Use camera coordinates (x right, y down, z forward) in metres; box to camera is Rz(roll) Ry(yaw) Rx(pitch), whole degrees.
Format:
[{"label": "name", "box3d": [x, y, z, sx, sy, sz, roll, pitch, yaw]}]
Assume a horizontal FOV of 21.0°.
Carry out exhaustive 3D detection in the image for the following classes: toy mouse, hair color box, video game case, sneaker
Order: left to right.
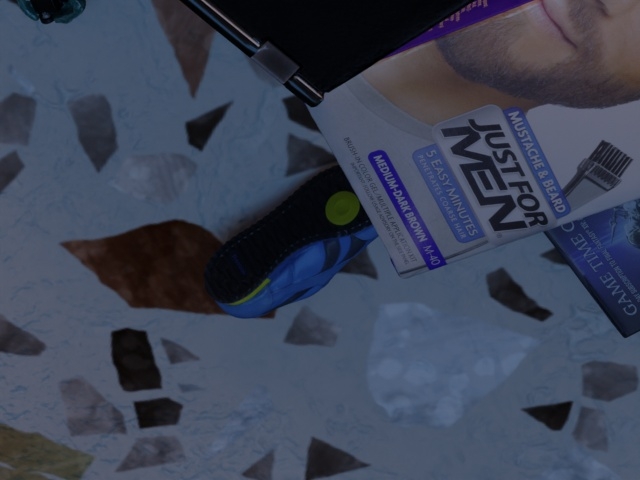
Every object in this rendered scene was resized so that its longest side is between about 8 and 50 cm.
[{"label": "toy mouse", "box3d": [-0.232, -0.220, 1.361, 0.161, 0.031, 0.143, 36, 143, -11]}, {"label": "sneaker", "box3d": [0.000, 0.000, 1.493, 0.209, 0.069, 0.082, -33, 149, 12]}, {"label": "hair color box", "box3d": [0.175, -0.118, 1.251, 0.339, 0.110, 0.185, -21, 120, 17]}, {"label": "video game case", "box3d": [0.326, -0.048, 1.462, 0.274, 0.026, 0.196, -29, 117, 21]}]

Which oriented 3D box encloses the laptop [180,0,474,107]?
[{"label": "laptop", "box3d": [-0.072, -0.299, 1.111, 0.382, 0.408, 0.236, 39, 106, -21]}]
